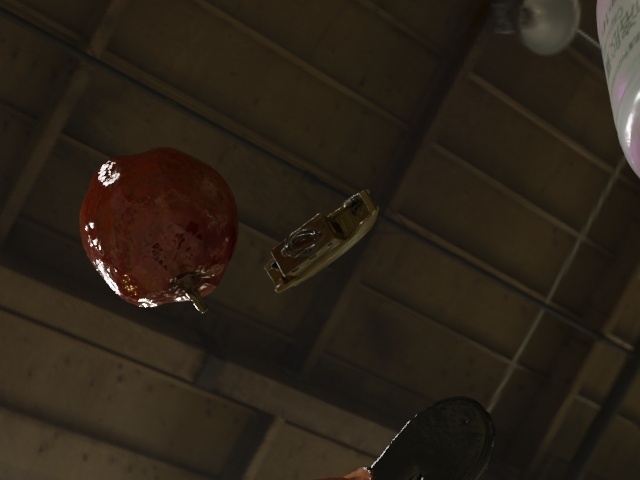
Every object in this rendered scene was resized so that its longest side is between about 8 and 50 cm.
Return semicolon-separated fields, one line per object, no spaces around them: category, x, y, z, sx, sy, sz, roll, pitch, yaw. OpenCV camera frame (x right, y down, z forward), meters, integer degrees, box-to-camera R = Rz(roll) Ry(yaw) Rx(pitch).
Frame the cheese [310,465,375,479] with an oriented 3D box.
cheese;-0.008;0.251;0.666;0.129;0.329;0.217;26;-102;-3

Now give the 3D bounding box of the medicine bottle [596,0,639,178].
medicine bottle;0.371;-0.115;0.827;0.256;0.256;0.325;22;-129;-26

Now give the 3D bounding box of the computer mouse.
computer mouse;0.143;0.342;1.425;0.270;0.137;0.086;-46;-34;-15

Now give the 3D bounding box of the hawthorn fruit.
hawthorn fruit;-0.198;-0.003;1.311;0.205;0.253;0.205;-22;-43;-22

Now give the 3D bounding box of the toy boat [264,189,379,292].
toy boat;0.000;0.000;1.436;0.200;0.057;0.077;-37;-22;18
